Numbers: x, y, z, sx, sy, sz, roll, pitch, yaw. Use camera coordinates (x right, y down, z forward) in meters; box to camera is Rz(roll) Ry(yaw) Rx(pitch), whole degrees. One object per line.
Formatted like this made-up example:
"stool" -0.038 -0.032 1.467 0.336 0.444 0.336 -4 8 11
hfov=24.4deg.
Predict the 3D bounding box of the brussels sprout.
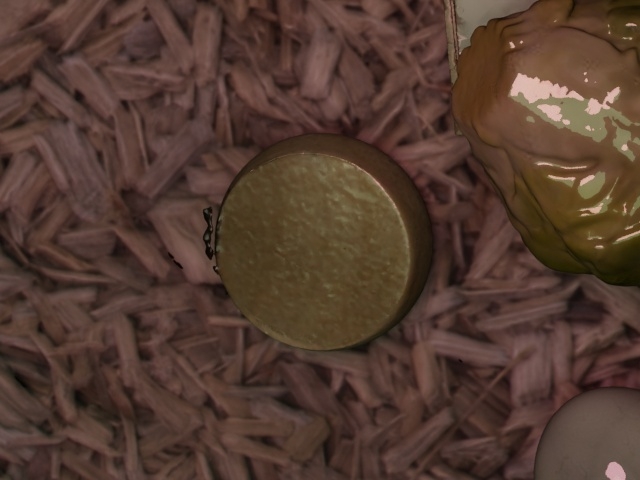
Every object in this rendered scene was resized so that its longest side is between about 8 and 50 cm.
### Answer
"brussels sprout" 0.279 -0.091 1.341 0.316 0.243 0.274 -4 125 -2

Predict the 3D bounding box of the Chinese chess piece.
"Chinese chess piece" 0.000 0.000 1.534 0.237 0.092 0.238 4 106 15

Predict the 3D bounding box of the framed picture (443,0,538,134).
"framed picture" 0.192 -0.208 1.468 0.136 0.010 0.201 -2 104 16

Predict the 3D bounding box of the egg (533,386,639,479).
"egg" 0.317 0.266 1.464 0.183 0.183 0.264 -27 102 21
